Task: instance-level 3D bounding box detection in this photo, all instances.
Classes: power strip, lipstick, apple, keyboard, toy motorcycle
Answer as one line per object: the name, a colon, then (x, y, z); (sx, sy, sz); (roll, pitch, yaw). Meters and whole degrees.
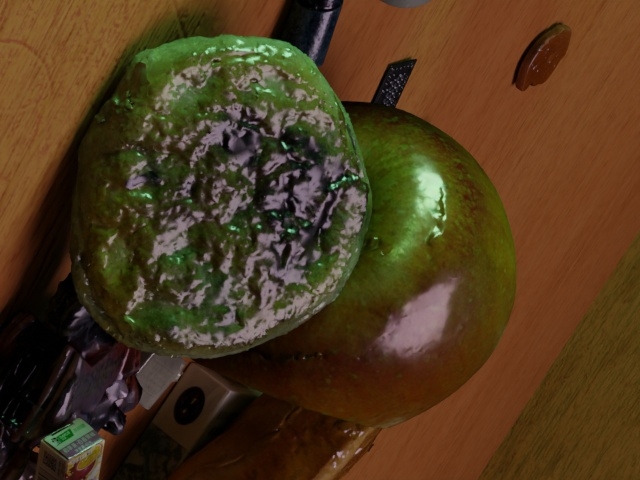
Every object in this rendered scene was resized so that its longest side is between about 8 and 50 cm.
power strip: (-0.199, 0.153, 1.926); (0.075, 0.042, 0.175); (-51, 162, -7)
lipstick: (0.017, -0.290, 1.683); (0.053, 0.053, 0.234); (-23, 141, -55)
apple: (0.022, 0.038, 1.826); (0.384, 0.374, 0.374); (-19, 157, 0)
keyboard: (0.067, -0.141, 2.093); (0.064, 0.010, 0.198); (-23, 144, -53)
toy motorcycle: (-0.299, 0.205, 1.659); (0.401, 0.134, 0.207); (-55, 154, 0)

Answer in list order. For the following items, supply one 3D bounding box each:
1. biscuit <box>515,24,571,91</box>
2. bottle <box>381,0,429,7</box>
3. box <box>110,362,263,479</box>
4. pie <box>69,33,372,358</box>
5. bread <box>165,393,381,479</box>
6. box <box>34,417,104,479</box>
biscuit: (0.330, -0.272, 2.464); (0.130, 0.019, 0.102); (-30, 149, -48)
bottle: (0.095, -0.305, 1.695); (0.104, 0.104, 0.245); (-49, 180, -13)
box: (-0.182, 0.283, 2.141); (0.256, 0.069, 0.164); (-56, 160, 3)
pie: (-0.086, -0.038, 1.568); (0.323, 0.323, 0.070); (-52, -157, -6)
bread: (-0.067, 0.287, 2.094); (0.344, 0.149, 0.195); (-41, 167, -36)
box: (-0.252, 0.266, 1.610); (0.050, 0.041, 0.207); (-28, 142, -45)
